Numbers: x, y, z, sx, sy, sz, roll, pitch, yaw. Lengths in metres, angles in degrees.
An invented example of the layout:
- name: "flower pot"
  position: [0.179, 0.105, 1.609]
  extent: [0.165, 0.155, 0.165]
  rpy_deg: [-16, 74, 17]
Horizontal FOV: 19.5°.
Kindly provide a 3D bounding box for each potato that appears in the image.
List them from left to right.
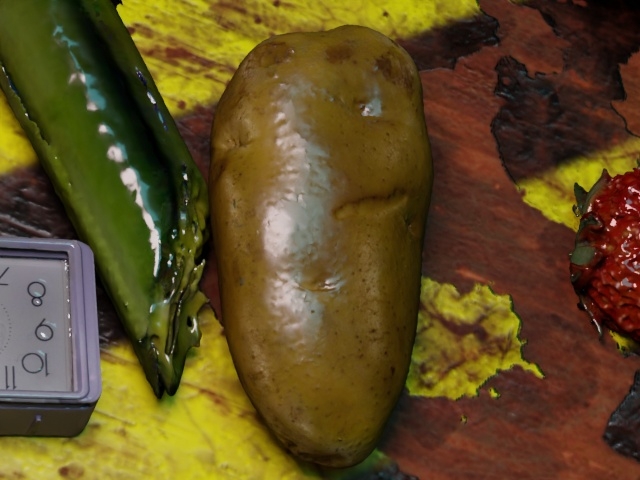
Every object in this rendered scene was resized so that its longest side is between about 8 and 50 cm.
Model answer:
- name: "potato"
  position: [0.000, 0.000, 1.524]
  extent: [0.176, 0.195, 0.369]
  rpy_deg: [-2, 70, 11]

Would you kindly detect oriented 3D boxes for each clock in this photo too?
- name: "clock"
  position: [-0.270, 0.073, 1.429]
  extent: [0.193, 0.073, 0.144]
  rpy_deg: [3, 62, -20]

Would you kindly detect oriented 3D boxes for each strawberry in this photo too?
- name: "strawberry"
  position: [0.333, 0.024, 1.666]
  extent: [0.228, 0.098, 0.174]
  rpy_deg: [22, 59, -7]

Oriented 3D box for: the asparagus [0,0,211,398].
- name: "asparagus"
  position: [-0.163, -0.060, 1.524]
  extent: [0.128, 0.108, 0.382]
  rpy_deg: [-19, 73, -30]
